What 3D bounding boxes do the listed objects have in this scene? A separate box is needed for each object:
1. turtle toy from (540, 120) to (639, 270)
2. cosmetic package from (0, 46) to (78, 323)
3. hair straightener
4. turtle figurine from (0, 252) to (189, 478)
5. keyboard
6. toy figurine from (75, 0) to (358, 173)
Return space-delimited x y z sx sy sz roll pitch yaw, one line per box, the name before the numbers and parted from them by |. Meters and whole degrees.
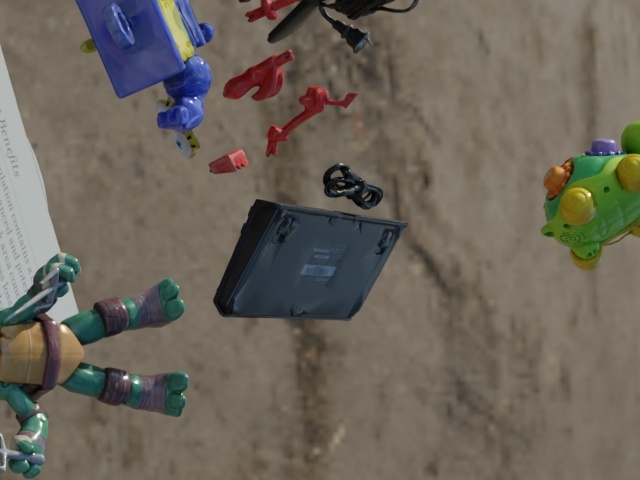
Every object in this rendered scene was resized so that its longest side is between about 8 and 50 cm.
turtle toy | 0.218 -0.042 1.250 0.066 0.130 0.095 55 -6 32
cosmetic package | -0.476 0.023 1.506 0.394 0.327 0.330 -50 130 -61
hair straightener | 0.024 -0.188 1.245 0.047 0.230 0.089 -41 102 -33
turtle figurine | -0.220 0.091 1.346 0.234 0.118 0.175 -1 102 -40
keyboard | 0.000 0.000 1.062 0.108 0.023 0.180 -61 155 11
toy figurine | -0.134 -0.225 1.435 0.363 0.191 0.217 69 19 -6
